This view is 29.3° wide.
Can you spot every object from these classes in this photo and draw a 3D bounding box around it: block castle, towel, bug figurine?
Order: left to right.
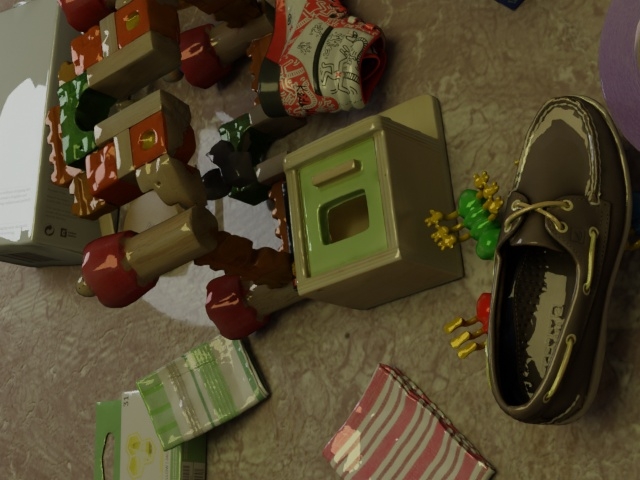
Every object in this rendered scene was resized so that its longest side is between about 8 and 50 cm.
[{"bbox_3d":[-0.176,-0.120,1.521,0.213,0.303,0.453,-23,64,30],"label":"block castle"},{"bbox_3d":[-0.153,0.188,1.559,0.152,0.023,0.113,-28,58,0],"label":"towel"},{"bbox_3d":[0.092,0.248,1.363,0.197,0.029,0.144,44,110,40],"label":"towel"},{"bbox_3d":[0.240,0.001,1.257,0.279,0.072,0.216,-36,63,25],"label":"bug figurine"}]

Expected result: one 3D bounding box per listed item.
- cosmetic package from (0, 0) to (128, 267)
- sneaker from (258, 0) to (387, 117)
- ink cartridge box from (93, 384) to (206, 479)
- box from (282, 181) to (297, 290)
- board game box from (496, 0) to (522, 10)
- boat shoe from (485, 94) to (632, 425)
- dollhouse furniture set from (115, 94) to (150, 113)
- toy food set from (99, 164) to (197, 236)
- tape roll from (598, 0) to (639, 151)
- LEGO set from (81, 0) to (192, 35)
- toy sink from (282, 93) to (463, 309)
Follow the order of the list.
[{"bbox_3d":[-0.417,-0.162,1.854,0.217,0.156,0.385,-4,76,42],"label":"cosmetic package"},{"bbox_3d":[0.015,-0.267,1.537,0.145,0.090,0.270,-1,56,15],"label":"sneaker"},{"bbox_3d":[-0.250,0.290,1.653,0.235,0.056,0.171,-12,72,38],"label":"ink cartridge box"},{"bbox_3d":[0.000,0.000,1.467,0.027,0.094,0.137,-22,64,37],"label":"box"},{"bbox_3d":[0.098,-0.432,1.391,0.078,0.233,0.347,-46,52,24],"label":"board game box"},{"bbox_3d":[0.220,0.013,1.164,0.116,0.097,0.324,5,86,34],"label":"boat shoe"},{"bbox_3d":[-0.264,-0.223,1.818,0.076,0.058,0.151,-7,94,34],"label":"dollhouse furniture set"},{"bbox_3d":[-0.227,-0.020,1.728,0.192,0.038,0.132,-21,73,32],"label":"toy food set"},{"bbox_3d":[0.404,-0.183,1.144,0.275,0.090,0.275,-12,72,41],"label":"tape roll"},{"bbox_3d":[-0.248,-0.330,1.711,0.287,0.132,0.107,-40,60,11],"label":"LEGO set"},{"bbox_3d":[0.054,-0.057,1.406,0.153,0.131,0.234,-20,66,37],"label":"toy sink"}]
